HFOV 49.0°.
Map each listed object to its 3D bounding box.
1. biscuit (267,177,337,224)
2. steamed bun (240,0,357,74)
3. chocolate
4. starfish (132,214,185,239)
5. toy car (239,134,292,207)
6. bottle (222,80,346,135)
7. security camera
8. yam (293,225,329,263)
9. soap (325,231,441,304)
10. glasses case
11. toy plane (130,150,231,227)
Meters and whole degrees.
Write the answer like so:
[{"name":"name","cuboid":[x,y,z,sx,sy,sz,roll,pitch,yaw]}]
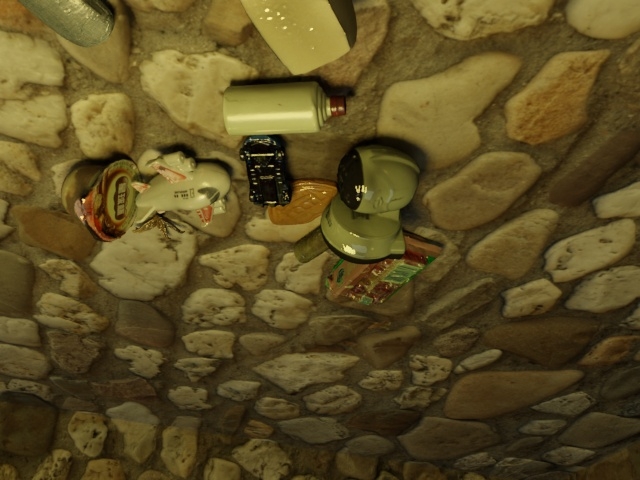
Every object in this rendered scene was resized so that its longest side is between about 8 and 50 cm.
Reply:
[{"name":"biscuit","cuboid":[-0.050,-0.094,1.733,0.221,0.029,0.142,-24,136,34]},{"name":"steamed bun","cuboid":[-0.042,-0.416,1.165,0.146,0.164,0.241,-17,139,23]},{"name":"chocolate","cuboid":[-0.533,-0.102,1.644,0.147,0.221,0.221,11,146,14]},{"name":"starfish","cuboid":[-0.415,-0.046,1.817,0.133,0.041,0.130,7,153,-16]},{"name":"toy car","cuboid":[-0.123,-0.164,1.612,0.103,0.063,0.216,-1,134,6]},{"name":"bottle","cuboid":[-0.069,-0.268,1.425,0.245,0.104,0.104,-1,144,7]},{"name":"security camera","cuboid":[0.115,-0.095,1.591,0.191,0.197,0.277,2,139,-14]},{"name":"yam","cuboid":[0.000,0.000,1.832,0.068,0.068,0.169,26,143,-28]},{"name":"soap","cuboid":[0.162,0.076,1.894,0.218,0.098,0.273,18,142,-20]},{"name":"glasses case","cuboid":[-0.490,-0.450,1.238,0.109,0.067,0.282,-18,141,32]},{"name":"toy plane","cuboid":[-0.327,-0.115,1.654,0.252,0.118,0.252,0,145,0]}]
